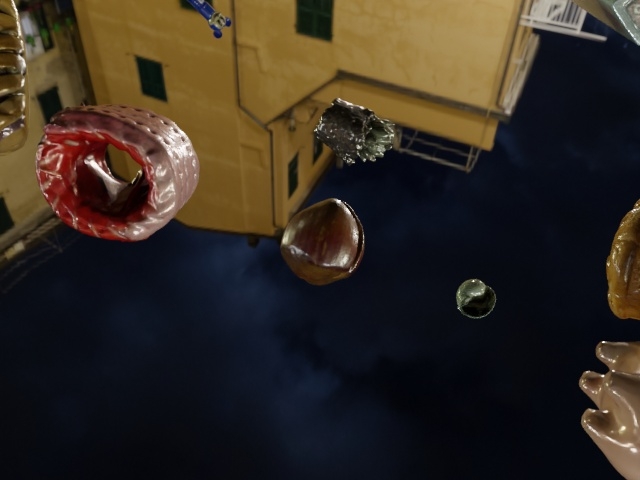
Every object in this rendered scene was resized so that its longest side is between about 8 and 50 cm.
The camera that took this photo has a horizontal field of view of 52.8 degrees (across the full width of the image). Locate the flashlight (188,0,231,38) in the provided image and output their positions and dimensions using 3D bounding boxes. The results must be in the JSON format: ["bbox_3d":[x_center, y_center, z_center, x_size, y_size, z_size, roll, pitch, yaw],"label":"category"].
[{"bbox_3d":[-0.241,-0.488,1.364,0.035,0.121,0.057,8,-120,56],"label":"flashlight"}]

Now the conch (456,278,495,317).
[{"bbox_3d":[0.296,0.118,1.241,0.076,0.056,0.085,31,-112,20],"label":"conch"}]

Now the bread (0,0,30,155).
[{"bbox_3d":[-0.464,-0.234,0.927,0.081,0.134,0.225,-5,-108,-21],"label":"bread"}]

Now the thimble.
[{"bbox_3d":[-0.263,-0.091,0.849,0.189,0.163,0.125,23,-158,-1],"label":"thimble"}]

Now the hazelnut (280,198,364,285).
[{"bbox_3d":[0.000,0.000,1.632,0.218,0.234,0.218,7,-108,-21],"label":"hazelnut"}]

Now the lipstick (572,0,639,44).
[{"bbox_3d":[0.430,-0.397,0.987,0.080,0.076,0.371,42,-156,-20],"label":"lipstick"}]

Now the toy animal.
[{"bbox_3d":[0.512,0.233,0.908,0.269,0.237,0.326,29,-150,14],"label":"toy animal"}]

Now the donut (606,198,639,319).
[{"bbox_3d":[0.589,0.037,1.144,0.114,0.226,0.226,16,-136,35],"label":"donut"}]

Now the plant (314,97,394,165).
[{"bbox_3d":[0.089,-0.273,1.656,0.194,0.129,0.132,28,-134,4],"label":"plant"}]
